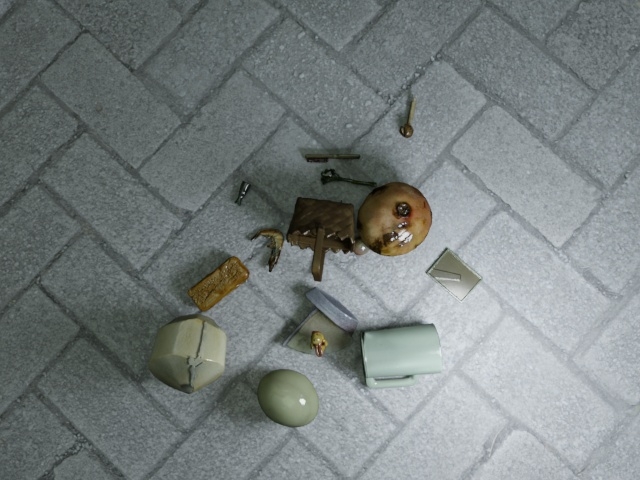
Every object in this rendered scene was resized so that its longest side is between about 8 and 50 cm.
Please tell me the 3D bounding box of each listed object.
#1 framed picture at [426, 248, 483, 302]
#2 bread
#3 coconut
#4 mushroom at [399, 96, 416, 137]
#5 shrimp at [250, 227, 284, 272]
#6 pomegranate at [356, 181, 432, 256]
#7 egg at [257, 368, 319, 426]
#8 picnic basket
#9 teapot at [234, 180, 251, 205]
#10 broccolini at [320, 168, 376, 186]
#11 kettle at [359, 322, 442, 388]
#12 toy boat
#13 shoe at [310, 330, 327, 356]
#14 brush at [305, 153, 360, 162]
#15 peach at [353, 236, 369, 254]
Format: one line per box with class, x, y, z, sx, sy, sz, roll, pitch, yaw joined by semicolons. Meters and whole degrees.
framed picture;0.590;0.156;1.967;0.203;0.015;0.150;40;88;3
bread;-0.442;0.192;1.964;0.271;0.077;0.139;-40;90;0
coconut;-0.538;0.471;1.824;0.323;0.323;0.322;0;86;2
mushroom;0.397;-0.550;2.003;0.061;0.060;0.187;11;83;1
shrimp;-0.246;0.037;1.988;0.148;0.035;0.195;14;80;0
pomegranate;0.306;-0.087;1.865;0.322;0.322;0.322;0;86;2
egg;-0.133;0.651;1.853;0.269;0.219;0.219;25;87;-2
picnic basket;0.000;0.000;1.875;0.291;0.254;0.320;6;76;2
teapot;-0.353;-0.210;2.009;0.043;0.043;0.110;24;89;3
broccolini;0.125;-0.273;2.010;0.255;0.071;0.057;9;45;-4
kettle;0.331;0.481;1.882;0.318;0.265;0.205;-7;54;1
toy boat;0.018;0.371;1.935;0.276;0.111;0.293;24;100;2
shoe;-0.006;0.432;1.871;0.072;0.069;0.109;5;117;0
brush;0.054;-0.368;2.008;0.248;0.043;0.036;0;93;1
peach;0.175;0.025;1.957;0.083;0.083;0.083;0;86;2
